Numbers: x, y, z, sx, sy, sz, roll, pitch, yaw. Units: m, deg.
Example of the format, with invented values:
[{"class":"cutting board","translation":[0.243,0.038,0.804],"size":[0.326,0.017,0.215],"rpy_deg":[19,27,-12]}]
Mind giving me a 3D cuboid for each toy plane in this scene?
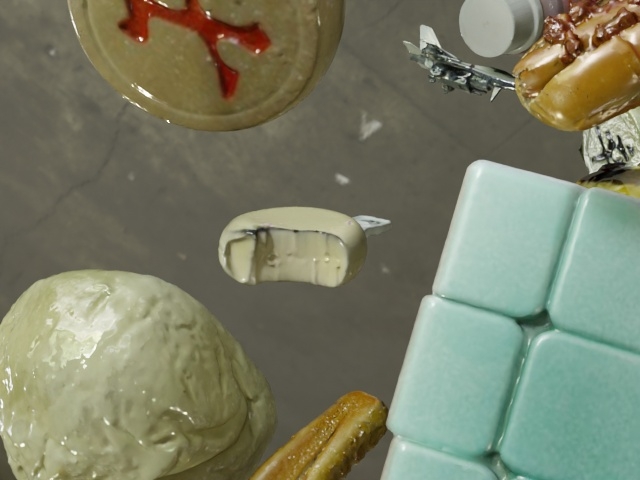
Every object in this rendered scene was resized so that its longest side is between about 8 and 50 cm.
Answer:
[{"class":"toy plane","translation":[0.220,-0.259,1.718],"size":[0.234,0.082,0.160],"rpy_deg":[38,179,31]}]

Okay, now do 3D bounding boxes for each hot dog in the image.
[{"class":"hot dog","translation":[-0.027,0.271,1.205],"size":[0.083,0.289,0.068],"rpy_deg":[27,139,31]},{"class":"hot dog","translation":[0.233,-0.144,0.664],"size":[0.249,0.102,0.076],"rpy_deg":[-22,111,4]}]

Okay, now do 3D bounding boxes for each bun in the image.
[{"class":"bun","translation":[-0.233,0.207,1.272],"size":[0.349,0.227,0.352],"rpy_deg":[26,139,-3]}]

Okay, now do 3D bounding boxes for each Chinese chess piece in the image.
[{"class":"Chinese chess piece","translation":[-0.136,-0.294,1.328],"size":[0.338,0.140,0.338],"rpy_deg":[7,130,8]},{"class":"Chinese chess piece","translation":[0.502,-0.151,1.791],"size":[0.083,0.188,0.188],"rpy_deg":[-12,151,-17]}]

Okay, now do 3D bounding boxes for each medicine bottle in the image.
[{"class":"medicine bottle","translation":[0.325,-0.360,1.701],"size":[0.147,0.247,0.147],"rpy_deg":[23,126,36]}]

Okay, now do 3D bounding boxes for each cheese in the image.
[{"class":"cheese","translation":[-0.016,-0.004,1.298],"size":[0.163,0.249,0.071],"rpy_deg":[7,105,13]}]

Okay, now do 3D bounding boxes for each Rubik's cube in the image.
[{"class":"Rubik's cube","translation":[0.232,0.136,0.889],"size":[0.321,0.316,0.319],"rpy_deg":[15,180,10]}]

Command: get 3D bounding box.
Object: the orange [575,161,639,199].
[{"class":"orange","translation":[0.494,0.020,1.385],"size":[0.368,0.210,0.271],"rpy_deg":[10,176,-21]}]
